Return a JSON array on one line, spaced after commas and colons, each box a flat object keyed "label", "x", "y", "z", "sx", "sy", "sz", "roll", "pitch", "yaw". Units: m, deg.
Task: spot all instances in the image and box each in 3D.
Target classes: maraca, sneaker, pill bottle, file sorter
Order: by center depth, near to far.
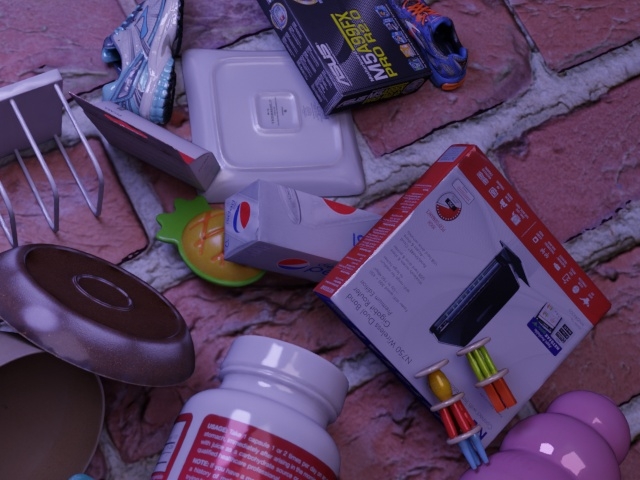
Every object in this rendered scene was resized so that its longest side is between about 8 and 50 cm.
[{"label": "pill bottle", "x": -0.110, "y": 0.340, "z": 1.297, "sx": 0.229, "sy": 0.229, "sz": 0.408, "roll": 24, "pitch": 65, "yaw": -3}, {"label": "file sorter", "x": -0.464, "y": -0.082, "z": 1.411, "sx": 0.277, "sy": 0.193, "sz": 0.173, "roll": -24, "pitch": 78, "yaw": -21}, {"label": "maraca", "x": -0.158, "y": 0.000, "z": 1.499, "sx": 0.185, "sy": 0.099, "sz": 0.127, "roll": 33, "pitch": 52, "yaw": 14}, {"label": "sneaker", "x": -0.283, "y": -0.324, "z": 1.598, "sx": 0.122, "sy": 0.110, "sz": 0.283, "roll": 7, "pitch": 66, "yaw": -5}, {"label": "sneaker", "x": 0.188, "y": -0.368, "z": 1.736, "sx": 0.083, "sy": 0.087, "sz": 0.221, "roll": -32, "pitch": 79, "yaw": -23}]

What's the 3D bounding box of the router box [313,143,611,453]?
[{"label": "router box", "x": 0.210, "y": 0.084, "z": 1.453, "sx": 0.301, "sy": 0.082, "sz": 0.335, "roll": -47, "pitch": 107, "yaw": -9}]

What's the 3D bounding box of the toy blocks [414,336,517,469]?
[{"label": "toy blocks", "x": 0.213, "y": 0.222, "z": 1.373, "sx": 0.123, "sy": 0.054, "sz": 0.148, "roll": -25, "pitch": 84, "yaw": -14}]

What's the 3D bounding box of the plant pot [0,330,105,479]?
[{"label": "plant pot", "x": -0.443, "y": 0.226, "z": 1.268, "sx": 0.191, "sy": 0.284, "sz": 0.284, "roll": 25, "pitch": 61, "yaw": 30}]

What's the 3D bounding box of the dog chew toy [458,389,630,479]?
[{"label": "dog chew toy", "x": 0.326, "y": 0.340, "z": 1.423, "sx": 0.206, "sy": 0.207, "sz": 0.332, "roll": 43, "pitch": 58, "yaw": 6}]

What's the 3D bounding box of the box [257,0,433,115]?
[{"label": "box", "x": 0.035, "y": -0.350, "z": 1.675, "sx": 0.216, "sy": 0.060, "sz": 0.270, "roll": -19, "pitch": 73, "yaw": -38}]

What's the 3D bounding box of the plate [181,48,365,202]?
[{"label": "plate", "x": -0.074, "y": -0.200, "z": 1.629, "sx": 0.277, "sy": 0.045, "sz": 0.277, "roll": -3, "pitch": 68, "yaw": -15}]

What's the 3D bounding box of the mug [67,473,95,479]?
[{"label": "mug", "x": -0.305, "y": 0.377, "z": 1.270, "sx": 0.097, "sy": 0.158, "sz": 0.129, "roll": 29, "pitch": 65, "yaw": 7}]

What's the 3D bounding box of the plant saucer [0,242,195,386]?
[{"label": "plant saucer", "x": -0.295, "y": 0.085, "z": 1.333, "sx": 0.310, "sy": 0.310, "sz": 0.050, "roll": 31, "pitch": 102, "yaw": 0}]

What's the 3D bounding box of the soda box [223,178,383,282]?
[{"label": "soda box", "x": 0.000, "y": 0.000, "z": 1.478, "sx": 0.286, "sy": 0.091, "sz": 0.098, "roll": 16, "pitch": 63, "yaw": -35}]

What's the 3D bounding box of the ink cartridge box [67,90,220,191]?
[{"label": "ink cartridge box", "x": -0.249, "y": -0.156, "z": 1.457, "sx": 0.181, "sy": 0.225, "sz": 0.056, "roll": 27, "pitch": 79, "yaw": 9}]
